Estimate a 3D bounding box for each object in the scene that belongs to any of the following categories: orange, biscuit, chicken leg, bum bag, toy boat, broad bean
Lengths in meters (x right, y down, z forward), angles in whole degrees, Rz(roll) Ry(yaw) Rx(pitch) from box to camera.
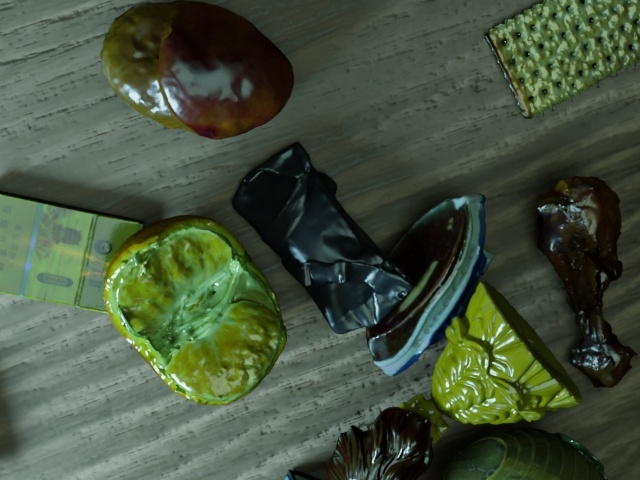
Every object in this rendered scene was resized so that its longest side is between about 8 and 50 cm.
[{"bbox_3d":[-0.152,0.078,1.405,0.179,0.158,0.237,-41,106,-6],"label":"orange"},{"bbox_3d":[0.340,-0.264,1.515,0.231,0.016,0.139,-29,103,-5],"label":"biscuit"},{"bbox_3d":[0.353,0.057,1.542,0.113,0.093,0.304,-9,110,9],"label":"chicken leg"},{"bbox_3d":[0.000,0.000,1.451,0.123,0.060,0.248,-41,80,3],"label":"bum bag"},{"bbox_3d":[0.146,0.059,1.492,0.262,0.114,0.115,-56,139,3],"label":"toy boat"},{"bbox_3d":[-0.145,-0.204,1.381,0.228,0.122,0.156,18,98,-16],"label":"broad bean"}]

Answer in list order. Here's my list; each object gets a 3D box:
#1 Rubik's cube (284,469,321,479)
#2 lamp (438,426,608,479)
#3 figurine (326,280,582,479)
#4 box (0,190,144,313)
[{"bbox_3d":[0.017,0.422,1.483,0.183,0.180,0.167,23,93,-11],"label":"Rubik's cube"},{"bbox_3d":[0.278,0.377,1.491,0.250,0.250,0.284,-41,106,-2],"label":"lamp"},{"bbox_3d":[0.139,0.218,1.440,0.315,0.168,0.187,-40,134,11],"label":"figurine"},{"bbox_3d":[-0.325,0.016,1.429,0.193,0.030,0.121,12,97,-12],"label":"box"}]
